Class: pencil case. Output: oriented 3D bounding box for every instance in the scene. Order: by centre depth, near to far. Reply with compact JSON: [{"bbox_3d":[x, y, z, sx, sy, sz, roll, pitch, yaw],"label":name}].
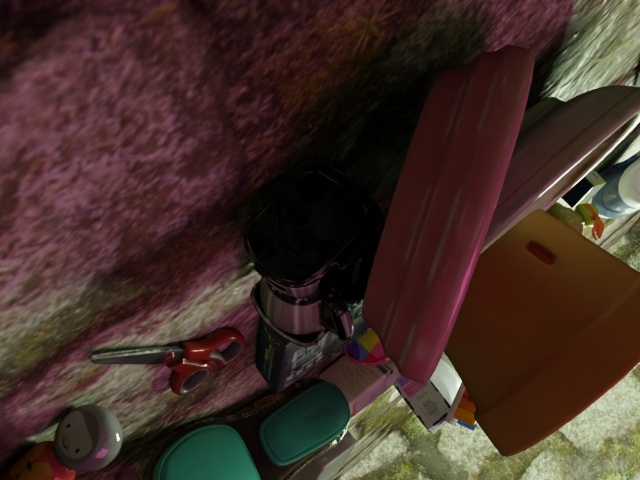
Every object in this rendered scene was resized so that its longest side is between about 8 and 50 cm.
[{"bbox_3d":[0.114,0.158,1.373,0.104,0.104,0.236,-46,159,15],"label":"pencil case"}]

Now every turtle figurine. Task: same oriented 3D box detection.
[{"bbox_3d":[0.371,0.004,1.297,0.217,0.269,0.087,-30,176,2],"label":"turtle figurine"}]

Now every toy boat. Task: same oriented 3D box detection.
[{"bbox_3d":[-0.193,0.322,0.856,0.148,0.318,0.267,-37,-165,6],"label":"toy boat"}]

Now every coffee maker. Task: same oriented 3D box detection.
[{"bbox_3d":[0.000,0.000,0.800,0.178,0.120,0.171,94,17,-66],"label":"coffee maker"}]

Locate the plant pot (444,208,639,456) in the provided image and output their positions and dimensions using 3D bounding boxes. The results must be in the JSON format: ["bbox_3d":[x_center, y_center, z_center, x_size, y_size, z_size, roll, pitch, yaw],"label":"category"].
[{"bbox_3d":[0.270,0.099,1.014,0.291,0.203,0.291,-39,168,-10],"label":"plant pot"}]

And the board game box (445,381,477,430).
[{"bbox_3d":[0.341,0.173,1.509,0.390,0.050,0.390,-64,164,-8],"label":"board game box"}]

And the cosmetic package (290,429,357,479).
[{"bbox_3d":[-0.017,0.440,1.696,0.107,0.127,0.238,-30,160,-29],"label":"cosmetic package"}]

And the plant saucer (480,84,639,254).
[{"bbox_3d":[0.268,-0.084,1.083,0.400,0.100,0.400,-39,168,-10],"label":"plant saucer"}]

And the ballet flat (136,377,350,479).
[{"bbox_3d":[-0.133,0.341,1.235,0.182,0.164,0.483,-32,170,32],"label":"ballet flat"}]

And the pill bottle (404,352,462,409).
[{"bbox_3d":[0.368,0.286,1.969,0.363,0.210,0.210,-28,157,-35],"label":"pill bottle"}]

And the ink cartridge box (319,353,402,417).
[{"bbox_3d":[0.099,0.245,1.544,0.203,0.086,0.148,-35,160,-14],"label":"ink cartridge box"}]

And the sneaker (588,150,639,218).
[{"bbox_3d":[0.750,-0.164,1.833,0.323,0.130,0.236,-35,180,-12],"label":"sneaker"}]

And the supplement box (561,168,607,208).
[{"bbox_3d":[0.459,-0.110,1.458,0.083,0.083,0.056,-14,148,-52],"label":"supplement box"}]

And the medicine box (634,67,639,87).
[{"bbox_3d":[0.660,-0.329,1.260,0.289,0.149,0.263,-42,161,4],"label":"medicine box"}]

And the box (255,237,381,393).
[{"bbox_3d":[0.021,0.099,1.109,0.233,0.059,0.183,-33,160,-22],"label":"box"}]

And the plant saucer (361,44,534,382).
[{"bbox_3d":[0.115,-0.031,0.783,0.332,0.084,0.332,18,90,-83],"label":"plant saucer"}]

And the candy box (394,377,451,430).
[{"bbox_3d":[0.198,0.307,1.701,0.070,0.196,0.165,-37,161,-1],"label":"candy box"}]

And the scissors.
[{"bbox_3d":[-0.154,0.118,0.881,0.109,0.021,0.297,-37,160,-3],"label":"scissors"}]
